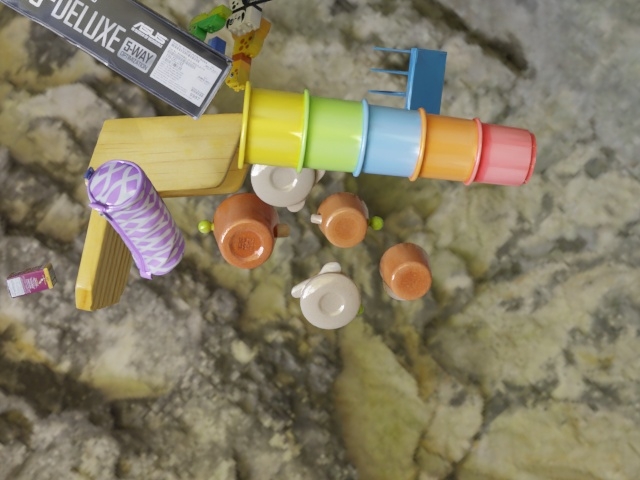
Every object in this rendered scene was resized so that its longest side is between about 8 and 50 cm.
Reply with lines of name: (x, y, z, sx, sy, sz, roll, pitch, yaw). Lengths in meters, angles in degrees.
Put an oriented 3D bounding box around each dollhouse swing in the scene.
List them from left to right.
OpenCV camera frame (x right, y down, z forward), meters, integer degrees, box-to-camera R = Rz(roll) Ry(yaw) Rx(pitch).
dollhouse swing: (-0.243, -0.044, 1.687, 0.347, 0.315, 0.305, 161, 106, -89)

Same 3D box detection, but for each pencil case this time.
pencil case: (-0.257, -0.029, 1.391, 0.086, 0.088, 0.206, 13, 155, 22)

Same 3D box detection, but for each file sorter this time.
file sorter: (0.151, -0.268, 1.807, 0.104, 0.170, 0.118, 13, -167, 32)

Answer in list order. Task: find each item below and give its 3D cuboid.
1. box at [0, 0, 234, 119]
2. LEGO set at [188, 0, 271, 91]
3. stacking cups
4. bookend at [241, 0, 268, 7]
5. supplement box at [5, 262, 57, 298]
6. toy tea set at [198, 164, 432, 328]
box: (-0.247, -0.251, 1.104, 0.307, 0.077, 0.242, 31, -173, -10)
LEGO set: (-0.138, -0.248, 1.317, 0.087, 0.227, 0.093, 25, -117, -43)
stacking cups: (0.072, -0.106, 1.053, 0.316, 0.096, 0.096, 6, -155, -3)
bookend: (-0.032, -0.351, 1.056, 0.156, 0.157, 0.072, 69, -168, -45)
supplement box: (-0.561, 0.078, 1.915, 0.055, 0.083, 0.043, -117, 13, -78)
toy tea set: (0.000, 0.000, 1.400, 0.336, 0.200, 0.124, 37, -167, -17)
